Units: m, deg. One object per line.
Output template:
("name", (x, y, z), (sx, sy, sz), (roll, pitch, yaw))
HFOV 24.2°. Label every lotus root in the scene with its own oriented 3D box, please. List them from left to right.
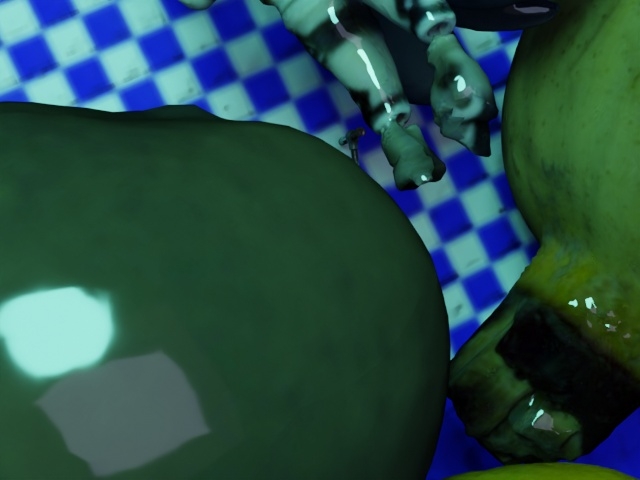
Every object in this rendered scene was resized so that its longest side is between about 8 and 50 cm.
("lotus root", (0.151, -0.049, 0.546), (0.183, 0.183, 0.310), (34, 82, -10))

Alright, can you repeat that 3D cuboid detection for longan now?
("longan", (-0.066, 0.053, 0.463), (0.220, 0.196, 0.196), (-3, 85, -16))

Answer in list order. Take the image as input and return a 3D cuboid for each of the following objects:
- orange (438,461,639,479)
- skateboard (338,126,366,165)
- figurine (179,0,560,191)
("orange", (0.074, 0.142, 0.518), (0.156, 0.156, 0.124), (-12, 58, -17))
("skateboard", (0.000, 0.000, 0.575), (0.064, 0.032, 0.083), (-4, 88, -7))
("figurine", (-0.004, -0.153, 0.500), (0.265, 0.175, 0.197), (48, 37, 2))
